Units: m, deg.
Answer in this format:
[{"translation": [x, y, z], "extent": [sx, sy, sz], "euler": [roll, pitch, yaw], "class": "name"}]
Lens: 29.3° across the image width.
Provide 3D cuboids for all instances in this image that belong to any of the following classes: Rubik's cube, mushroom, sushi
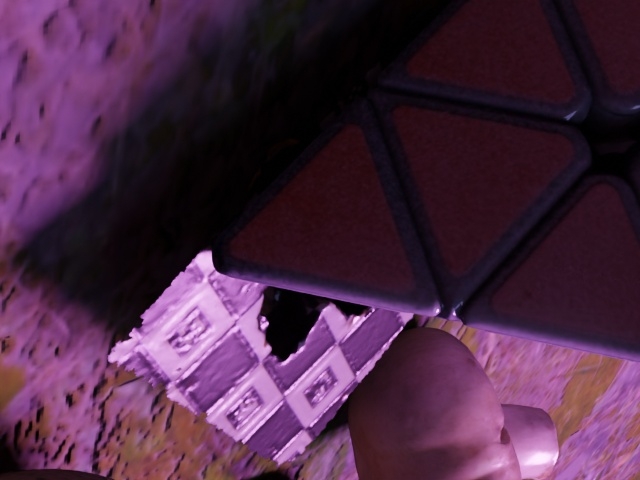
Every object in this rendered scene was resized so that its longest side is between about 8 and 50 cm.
[{"translation": [0.128, -0.025, 0.574], "extent": [0.233, 0.228, 0.228], "euler": [-29, 113, 30], "class": "Rubik's cube"}, {"translation": [0.082, 0.127, 0.752], "extent": [0.123, 0.154, 0.154], "euler": [-9, 142, -4], "class": "mushroom"}, {"translation": [0.000, 0.000, 0.609], "extent": [0.210, 0.040, 0.192], "euler": [-50, 147, -6], "class": "sushi"}]

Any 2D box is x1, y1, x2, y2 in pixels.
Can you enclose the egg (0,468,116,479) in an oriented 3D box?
[{"translation": [-0.152, 0.200, 0.565], "extent": [0.228, 0.177, 0.177], "euler": [-13, 140, -16], "class": "egg"}]
